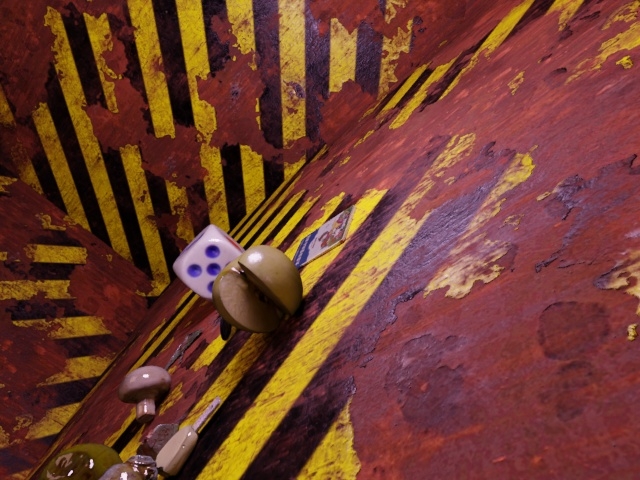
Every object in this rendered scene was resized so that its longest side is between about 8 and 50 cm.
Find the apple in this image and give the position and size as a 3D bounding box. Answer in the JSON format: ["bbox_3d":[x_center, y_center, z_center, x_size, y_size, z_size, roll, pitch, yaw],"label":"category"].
[{"bbox_3d":[-0.199,0.159,1.311,0.292,0.254,0.292,-38,18,15],"label":"apple"}]

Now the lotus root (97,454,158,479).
[{"bbox_3d":[-0.540,0.720,0.997,0.175,0.175,0.349,-34,23,34],"label":"lotus root"}]

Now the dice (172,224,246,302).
[{"bbox_3d":[-0.559,0.121,2.111,0.304,0.304,0.277,-48,18,-2],"label":"dice"}]

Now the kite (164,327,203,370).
[{"bbox_3d":[-0.668,0.526,1.966,0.323,0.013,0.268,-48,17,2],"label":"kite"}]

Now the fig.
[{"bbox_3d":[-0.761,0.773,1.302,0.239,0.239,0.271,-49,-3,-8],"label":"fig"}]

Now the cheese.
[{"bbox_3d":[-0.379,0.567,1.169,0.255,0.050,0.127,-50,18,-12],"label":"cheese"}]

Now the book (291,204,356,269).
[{"bbox_3d":[0.000,0.000,1.588,0.323,0.018,0.228,-32,22,36],"label":"book"}]

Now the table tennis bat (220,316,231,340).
[{"bbox_3d":[-0.369,0.303,1.622,0.236,0.027,0.149,-82,-5,-71],"label":"table tennis bat"}]

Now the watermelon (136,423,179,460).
[{"bbox_3d":[-0.520,0.650,1.263,0.180,0.094,0.081,-58,19,13],"label":"watermelon"}]

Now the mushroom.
[{"bbox_3d":[-0.700,0.606,1.634,0.209,0.206,0.206,31,74,29],"label":"mushroom"}]
